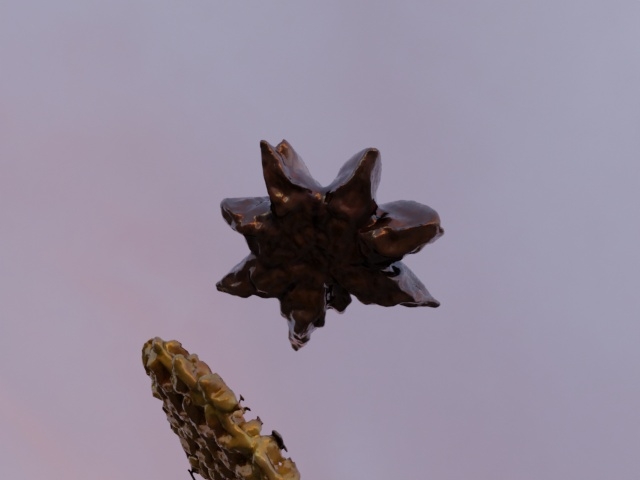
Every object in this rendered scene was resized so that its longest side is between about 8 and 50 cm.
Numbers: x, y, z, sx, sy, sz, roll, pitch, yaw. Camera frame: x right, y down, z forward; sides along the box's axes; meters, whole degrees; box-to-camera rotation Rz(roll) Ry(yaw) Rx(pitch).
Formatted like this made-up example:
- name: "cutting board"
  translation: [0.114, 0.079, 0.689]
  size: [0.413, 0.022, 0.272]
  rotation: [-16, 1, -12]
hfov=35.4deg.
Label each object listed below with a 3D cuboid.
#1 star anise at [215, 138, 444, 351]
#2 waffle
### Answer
- name: "star anise"
  translation: [0.008, 0.017, 1.262]
  size: [0.315, 0.108, 0.315]
  rotation: [4, -67, 9]
- name: "waffle"
  translation: [-0.102, 0.218, 1.071]
  size: [0.262, 0.060, 0.280]
  rotation: [50, -23, 13]
